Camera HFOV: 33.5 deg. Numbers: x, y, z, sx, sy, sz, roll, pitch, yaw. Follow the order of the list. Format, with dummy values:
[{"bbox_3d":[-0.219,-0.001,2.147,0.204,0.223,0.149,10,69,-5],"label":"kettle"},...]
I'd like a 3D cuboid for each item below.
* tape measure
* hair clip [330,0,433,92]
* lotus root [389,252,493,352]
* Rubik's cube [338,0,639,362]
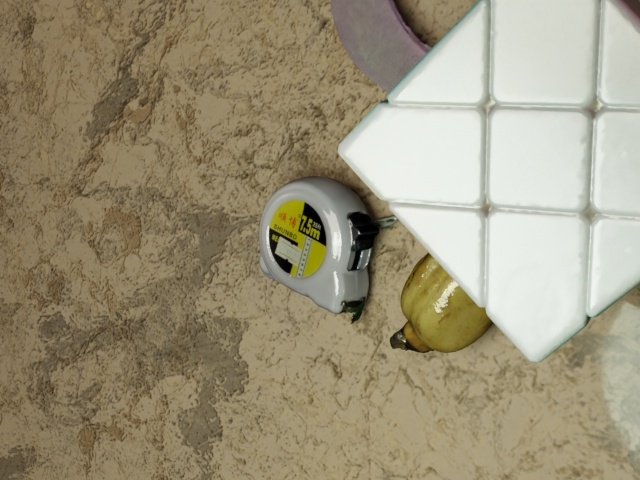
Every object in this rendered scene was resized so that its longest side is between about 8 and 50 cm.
[{"bbox_3d":[0.003,-0.002,1.547,0.196,0.105,0.178,32,115,35],"label":"tape measure"},{"bbox_3d":[0.106,-0.275,1.493,0.096,0.110,0.358,-35,56,-13],"label":"hair clip"},{"bbox_3d":[0.172,0.076,1.404,0.221,0.118,0.125,-58,26,24],"label":"lotus root"},{"bbox_3d":[0.271,-0.115,1.161,0.319,0.316,0.322,48,119,5],"label":"Rubik's cube"}]
